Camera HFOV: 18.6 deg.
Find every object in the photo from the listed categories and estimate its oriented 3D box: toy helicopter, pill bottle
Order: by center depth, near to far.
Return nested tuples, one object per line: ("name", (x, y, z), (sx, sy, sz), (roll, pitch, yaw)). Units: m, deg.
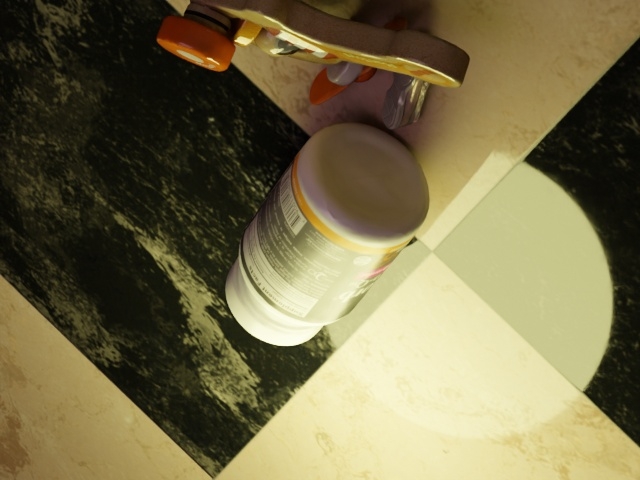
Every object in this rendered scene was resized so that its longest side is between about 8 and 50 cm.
("toy helicopter", (0.017, -0.207, 2.066), (0.355, 0.140, 0.235), (18, 172, 40))
("pill bottle", (0.000, 0.000, 2.260), (0.162, 0.162, 0.278), (42, 140, 4))

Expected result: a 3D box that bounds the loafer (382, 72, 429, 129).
("loafer", (0.102, -0.173, 2.132), (0.045, 0.039, 0.125), (64, 148, 35))
